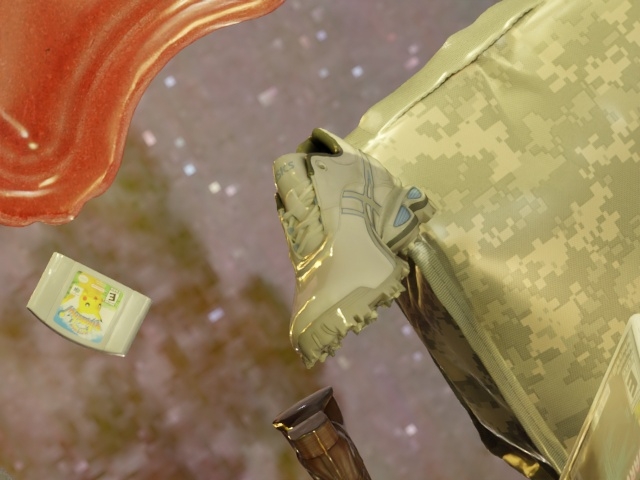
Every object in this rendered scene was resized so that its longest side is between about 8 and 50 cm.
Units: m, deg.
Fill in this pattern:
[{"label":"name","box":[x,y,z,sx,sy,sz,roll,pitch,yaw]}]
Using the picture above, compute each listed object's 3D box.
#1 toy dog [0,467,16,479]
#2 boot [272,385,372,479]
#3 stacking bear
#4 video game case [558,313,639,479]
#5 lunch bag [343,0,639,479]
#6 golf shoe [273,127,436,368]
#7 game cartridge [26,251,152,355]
[{"label":"toy dog","box":[-0.136,0.131,0.598,0.333,0.220,0.161,40,33,-43]},{"label":"boot","box":[0.019,0.139,1.020,0.114,0.037,0.106,58,6,-9]},{"label":"stacking bear","box":[-0.139,-0.136,0.820,0.164,0.175,0.289,44,-2,-19]},{"label":"video game case","box":[0.148,0.160,0.920,0.190,0.022,0.173,104,-16,-48]},{"label":"lunch bag","box":[0.150,-0.017,1.147,0.287,0.235,0.169,56,-10,-25]},{"label":"golf shoe","box":[0.000,0.000,0.951,0.086,0.069,0.176,45,21,-9]},{"label":"game cartridge","box":[-0.175,0.051,1.437,0.083,0.056,0.017,26,-10,-6]}]
